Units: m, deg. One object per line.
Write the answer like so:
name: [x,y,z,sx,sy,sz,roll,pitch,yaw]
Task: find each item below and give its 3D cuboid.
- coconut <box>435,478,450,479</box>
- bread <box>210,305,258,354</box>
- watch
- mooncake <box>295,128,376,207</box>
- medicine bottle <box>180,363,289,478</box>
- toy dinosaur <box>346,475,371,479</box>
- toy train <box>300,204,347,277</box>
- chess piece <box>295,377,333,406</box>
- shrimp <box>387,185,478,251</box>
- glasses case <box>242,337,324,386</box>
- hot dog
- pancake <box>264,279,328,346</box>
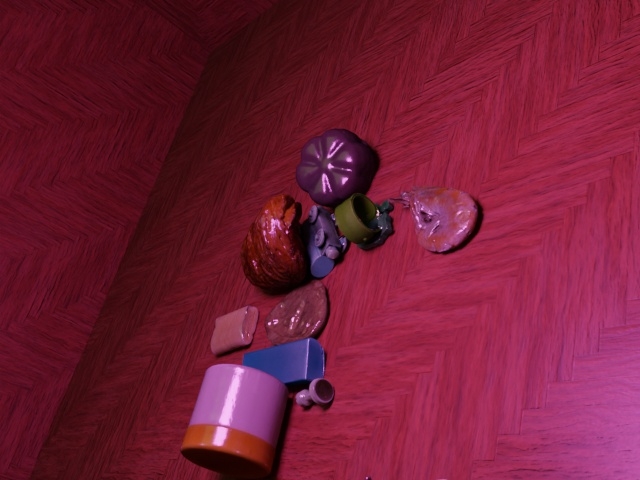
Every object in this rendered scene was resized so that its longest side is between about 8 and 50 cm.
coconut: [0.211,0.519,1.238,0.202,0.222,0.202,-41,27,27]
bread: [-0.278,0.287,2.329,0.178,0.060,0.139,-25,43,42]
watch: [0.110,-0.063,2.014,0.131,0.152,0.165,-36,37,36]
mooncake: [0.044,-0.222,2.212,0.245,0.133,0.245,-4,82,30]
medicine bottle: [-0.218,0.472,1.892,0.238,0.238,0.232,-22,42,44]
toy dinosaur: [0.061,0.604,1.532,0.251,0.072,0.200,-49,40,-6]
toy train: [0.000,0.000,2.183,0.159,0.101,0.248,-60,25,27]
chess piece: [-0.020,0.395,1.856,0.103,0.067,0.067,-36,35,47]
shrimp: [0.276,-0.062,1.849,0.317,0.077,0.168,18,79,56]
glasses case: [-0.109,0.352,2.008,0.301,0.070,0.117,-21,57,47]
hot dog: [-0.130,0.008,2.186,0.387,0.174,0.267,134,132,-66]
pancake: [-0.059,0.214,2.098,0.242,0.050,0.242,-28,37,24]
